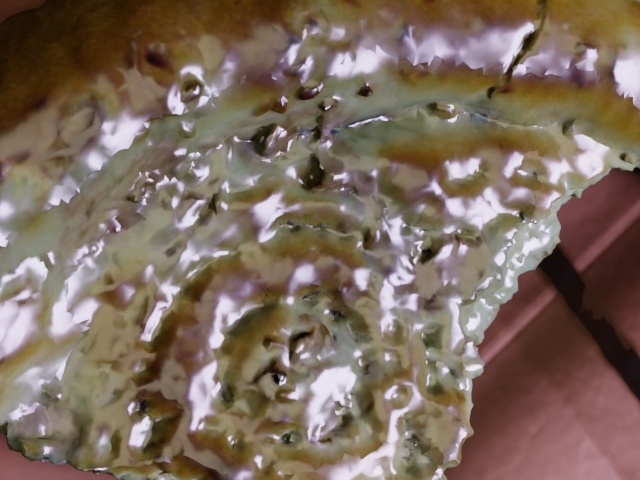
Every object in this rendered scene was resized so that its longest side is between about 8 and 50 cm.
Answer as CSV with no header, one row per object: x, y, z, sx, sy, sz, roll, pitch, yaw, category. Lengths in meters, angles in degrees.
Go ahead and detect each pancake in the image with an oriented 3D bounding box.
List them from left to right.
0.001,-0.001,0.412,0.376,0.054,0.197,-19,95,-18,pancake
